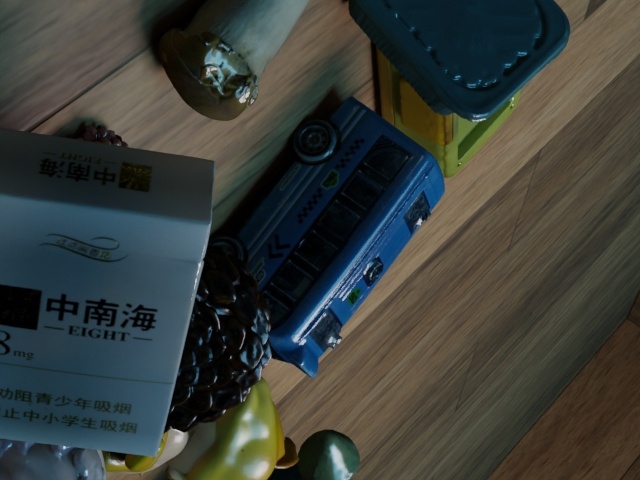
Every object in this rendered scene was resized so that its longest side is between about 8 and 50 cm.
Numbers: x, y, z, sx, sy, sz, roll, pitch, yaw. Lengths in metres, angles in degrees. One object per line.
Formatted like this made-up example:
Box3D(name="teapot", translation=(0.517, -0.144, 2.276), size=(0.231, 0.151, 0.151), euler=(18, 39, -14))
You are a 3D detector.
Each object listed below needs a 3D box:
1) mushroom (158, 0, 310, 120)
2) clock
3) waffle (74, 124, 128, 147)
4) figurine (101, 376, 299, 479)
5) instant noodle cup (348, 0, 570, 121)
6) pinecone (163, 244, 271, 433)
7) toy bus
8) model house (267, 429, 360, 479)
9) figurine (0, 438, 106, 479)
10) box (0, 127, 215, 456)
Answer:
Box3D(name="mushroom", translation=(-0.036, -0.185, 0.973), size=(0.084, 0.071, 0.209), euler=(43, 79, -38))
Box3D(name="clock", translation=(0.129, -0.169, 1.320), size=(0.143, 0.096, 0.202), euler=(-45, 157, -19))
Box3D(name="waffle", translation=(-0.168, -0.043, 0.957), size=(0.083, 0.029, 0.075), euler=(-44, 157, -21))
Box3D(name="figurine", translation=(-0.121, 0.191, 1.324), size=(0.246, 0.131, 0.156), euler=(1, 126, -50))
Box3D(name="instant noodle cup", translation=(0.108, -0.194, 1.161), size=(0.157, 0.179, 0.070), euler=(-42, -177, -29))
Box3D(name="pinecone", translation=(-0.114, 0.071, 1.097), size=(0.163, 0.163, 0.165), euler=(-60, 173, 15))
Box3D(name="toy bus", translation=(0.000, 0.000, 1.248), size=(0.246, 0.134, 0.113), euler=(-53, 160, -8))
Box3D(name="model house", translation=(-0.086, 0.342, 1.482), size=(0.312, 0.245, 0.280), euler=(-45, 151, -20))
Box3D(name="figurine", translation=(-0.242, 0.204, 1.021), size=(0.237, 0.141, 0.162), euler=(-30, 108, -54))
Box3D(name="box", translation=(-0.165, 0.042, 0.912), size=(0.067, 0.155, 0.243), euler=(-94, -163, -46))
